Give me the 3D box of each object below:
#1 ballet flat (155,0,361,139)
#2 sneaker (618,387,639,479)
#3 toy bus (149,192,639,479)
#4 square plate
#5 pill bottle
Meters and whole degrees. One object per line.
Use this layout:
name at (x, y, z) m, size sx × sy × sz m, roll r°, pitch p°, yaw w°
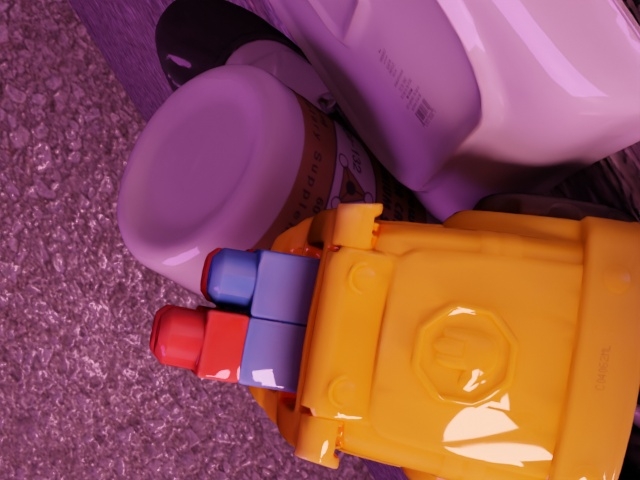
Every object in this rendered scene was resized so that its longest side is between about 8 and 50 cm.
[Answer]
ballet flat at (-0.003, -0.069, 0.930) m, size 0.280 × 0.095 × 0.096 m, roll 48°, pitch 164°, yaw -14°
sneaker at (0.164, 0.149, 0.766) m, size 0.226 × 0.086 × 0.163 m, roll 62°, pitch 173°, yaw -26°
toy bus at (0.026, 0.047, 0.623) m, size 0.220 × 0.211 × 0.149 m, roll 172°, pitch 107°, yaw -83°
square plate at (0.008, -0.158, 0.637) m, size 0.344 × 0.049 × 0.347 m, roll 57°, pitch 172°, yaw 4°
pill bottle at (0.000, 0.000, 0.802) m, size 0.229 × 0.131 × 0.131 m, roll 32°, pitch -170°, yaw -41°
